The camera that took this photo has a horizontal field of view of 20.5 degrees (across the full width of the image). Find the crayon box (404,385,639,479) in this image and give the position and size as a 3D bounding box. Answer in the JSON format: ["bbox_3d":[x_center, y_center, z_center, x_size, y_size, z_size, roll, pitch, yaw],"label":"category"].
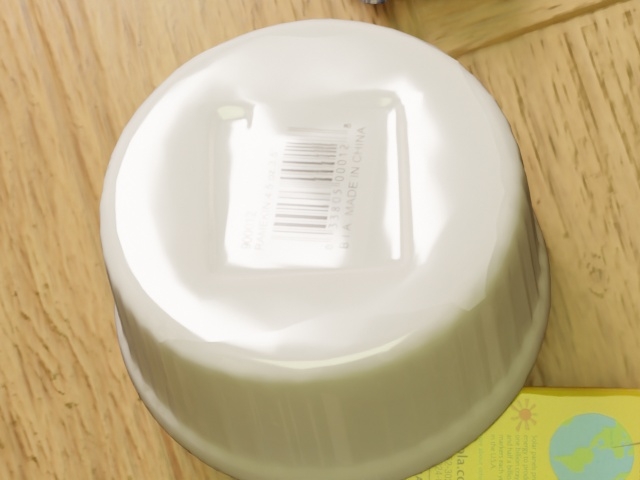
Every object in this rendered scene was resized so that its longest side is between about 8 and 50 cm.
[{"bbox_3d":[0.118,0.192,1.104,0.319,0.081,0.202,1,84,7],"label":"crayon box"}]

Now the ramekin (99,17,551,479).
[{"bbox_3d":[0.000,0.000,1.063,0.277,0.135,0.277,-3,61,5],"label":"ramekin"}]

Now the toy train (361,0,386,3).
[{"bbox_3d":[0.051,-0.247,1.163,0.105,0.080,0.184,-4,81,-3],"label":"toy train"}]
